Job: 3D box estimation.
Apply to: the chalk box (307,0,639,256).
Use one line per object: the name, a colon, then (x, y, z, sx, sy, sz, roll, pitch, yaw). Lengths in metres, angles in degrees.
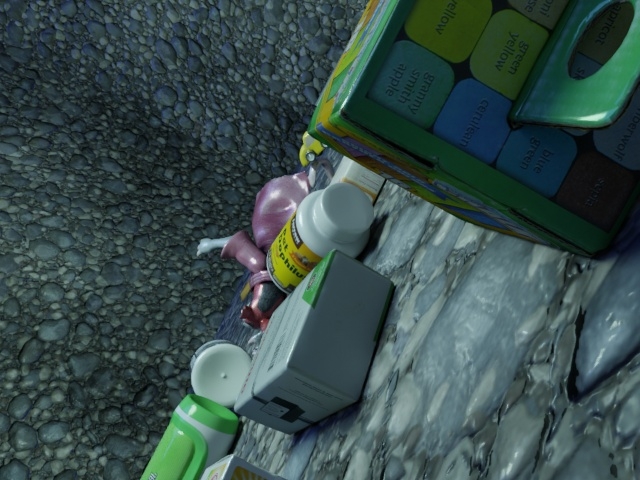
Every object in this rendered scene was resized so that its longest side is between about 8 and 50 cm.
chalk box: (0.115, -0.114, 0.403, 0.180, 0.179, 0.289, -62, 8, 3)

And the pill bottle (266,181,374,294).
pill bottle: (0.000, 0.000, 0.945, 0.215, 0.117, 0.117, -51, 14, 55)

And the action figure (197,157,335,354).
action figure: (-0.070, 0.049, 1.189, 0.275, 0.248, 0.370, -22, 30, 18)

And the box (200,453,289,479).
box: (-0.073, 0.289, 0.475, 0.103, 0.114, 0.203, -49, 14, 56)

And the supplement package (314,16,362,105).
supplement package: (0.110, -0.418, 1.529, 0.262, 0.145, 0.204, -61, 8, 11)

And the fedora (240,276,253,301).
fedora: (-0.133, 0.091, 1.599, 0.194, 0.079, 0.194, -56, 5, 7)

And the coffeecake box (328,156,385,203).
coffeecake box: (0.081, -0.141, 1.076, 0.186, 0.068, 0.142, -63, 8, -8)

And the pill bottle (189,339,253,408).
pill bottle: (-0.214, 0.280, 1.310, 0.131, 0.130, 0.245, -64, 8, -12)

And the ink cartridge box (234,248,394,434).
ink cartridge box: (-0.013, 0.128, 0.719, 0.208, 0.086, 0.153, -48, 16, 56)

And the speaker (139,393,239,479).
speaker: (-0.263, 0.438, 1.108, 0.297, 0.131, 0.131, -63, 8, -7)

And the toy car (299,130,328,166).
toy car: (0.052, -0.242, 1.127, 0.239, 0.053, 0.225, -43, 5, -8)
